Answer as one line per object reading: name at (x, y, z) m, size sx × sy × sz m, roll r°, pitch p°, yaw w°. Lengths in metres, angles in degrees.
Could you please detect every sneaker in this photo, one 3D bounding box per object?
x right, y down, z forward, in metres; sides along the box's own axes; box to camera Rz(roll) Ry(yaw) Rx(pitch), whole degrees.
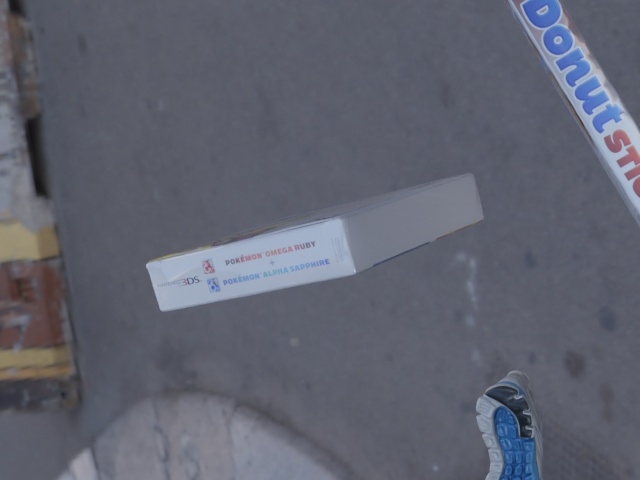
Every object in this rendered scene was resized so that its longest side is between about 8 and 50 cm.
sneaker at (0.205, 0.222, 1.272) m, size 0.071 × 0.083 × 0.191 m, roll 6°, pitch 112°, yaw 22°

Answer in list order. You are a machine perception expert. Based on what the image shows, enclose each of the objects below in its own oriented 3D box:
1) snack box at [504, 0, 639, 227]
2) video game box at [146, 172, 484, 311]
snack box at (0.123, -0.070, 0.572) m, size 0.178 × 0.022 × 0.064 m, roll 62°, pitch -168°, yaw 11°
video game box at (0.000, 0.000, 0.961) m, size 0.187 × 0.205 × 0.048 m, roll -10°, pitch 96°, yaw 35°
